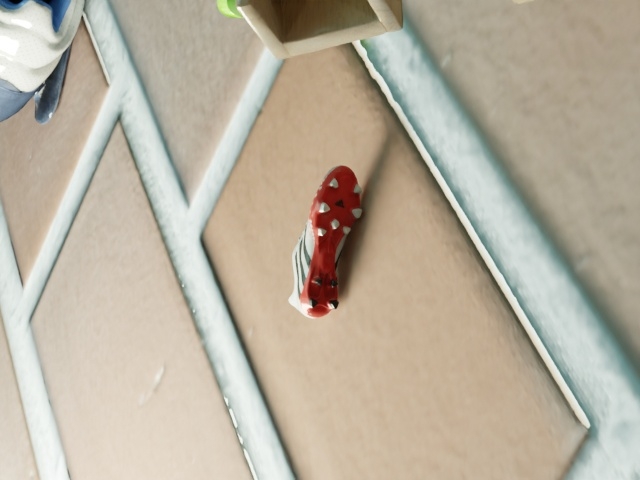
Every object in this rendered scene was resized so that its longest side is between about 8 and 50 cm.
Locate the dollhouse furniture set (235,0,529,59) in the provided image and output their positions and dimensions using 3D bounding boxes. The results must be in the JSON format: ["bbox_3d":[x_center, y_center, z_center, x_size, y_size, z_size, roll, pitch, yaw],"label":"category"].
[{"bbox_3d":[0.044,-0.254,0.701,0.303,0.355,0.174,-13,60,19],"label":"dollhouse furniture set"}]

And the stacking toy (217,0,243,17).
[{"bbox_3d":[-0.002,-0.230,1.138,0.167,0.052,0.221,21,97,64],"label":"stacking toy"}]

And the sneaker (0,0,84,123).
[{"bbox_3d":[-0.256,-0.238,1.591,0.236,0.130,0.323,-36,41,40],"label":"sneaker"}]

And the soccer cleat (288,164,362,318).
[{"bbox_3d":[0.000,0.000,1.050,0.035,0.029,0.083,13,94,60],"label":"soccer cleat"}]
